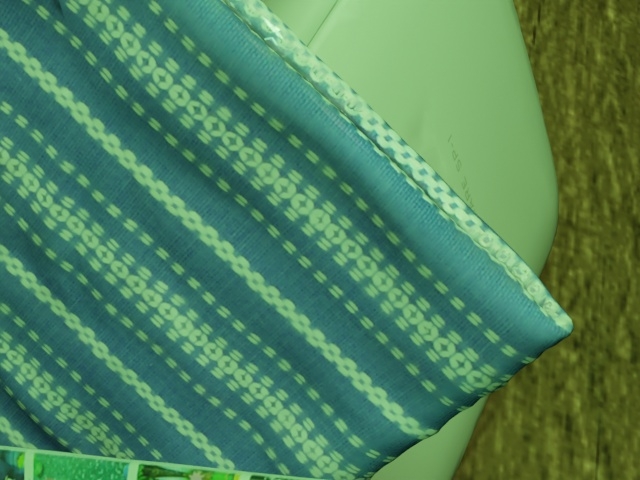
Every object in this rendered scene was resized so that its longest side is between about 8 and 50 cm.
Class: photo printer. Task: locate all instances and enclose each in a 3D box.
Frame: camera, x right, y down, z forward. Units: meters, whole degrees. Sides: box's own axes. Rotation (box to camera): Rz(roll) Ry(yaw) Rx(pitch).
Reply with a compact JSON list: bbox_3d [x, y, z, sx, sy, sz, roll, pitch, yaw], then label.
[{"bbox_3d":[0.000,0.000,0.689,0.107,0.256,0.307,3,42,29],"label":"photo printer"}]

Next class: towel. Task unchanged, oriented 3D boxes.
[{"bbox_3d":[-0.109,0.029,0.534,0.243,0.336,0.040,43,43,-5],"label":"towel"}]

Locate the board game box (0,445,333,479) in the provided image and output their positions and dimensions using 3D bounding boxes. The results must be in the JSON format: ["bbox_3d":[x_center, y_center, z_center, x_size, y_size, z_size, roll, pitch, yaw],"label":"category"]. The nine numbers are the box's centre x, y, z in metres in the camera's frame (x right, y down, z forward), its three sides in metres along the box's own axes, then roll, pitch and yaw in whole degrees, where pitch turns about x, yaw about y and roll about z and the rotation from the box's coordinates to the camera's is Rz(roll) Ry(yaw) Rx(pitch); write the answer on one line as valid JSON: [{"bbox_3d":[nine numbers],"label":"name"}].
[{"bbox_3d":[-0.023,0.181,0.437,0.303,0.097,0.224,2,71,22],"label":"board game box"}]
